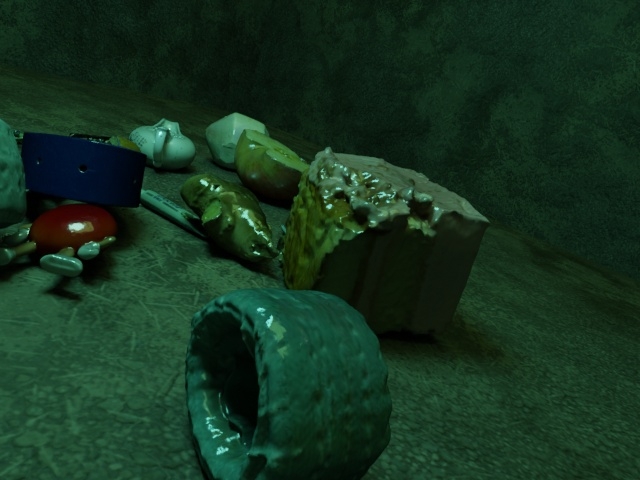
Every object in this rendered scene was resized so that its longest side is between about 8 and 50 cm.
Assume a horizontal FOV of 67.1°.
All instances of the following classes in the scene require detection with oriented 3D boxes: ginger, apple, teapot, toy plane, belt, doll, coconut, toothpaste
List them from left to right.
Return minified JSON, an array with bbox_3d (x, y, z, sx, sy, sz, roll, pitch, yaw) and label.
[{"bbox_3d":[-0.834,-0.277,1.290,0.102,0.041,0.111,3,10,20],"label":"toy plane"},{"bbox_3d":[-0.418,-0.004,0.780,0.182,0.085,0.217,6,24,-1],"label":"doll"},{"bbox_3d":[-0.471,-0.141,0.957,0.212,0.118,0.346,6,5,-41],"label":"belt"},{"bbox_3d":[-0.498,-0.307,1.534,0.208,0.166,0.299,24,4,-20],"label":"teapot"},{"bbox_3d":[-0.344,-0.066,1.129,0.255,0.037,0.067,29,15,21],"label":"toothpaste"},{"bbox_3d":[-0.316,-0.363,1.799,0.233,0.225,0.224,8,19,-33],"label":"coconut"},{"bbox_3d":[-0.176,-0.030,1.050,0.270,0.123,0.218,52,17,30],"label":"ginger"},{"bbox_3d":[-0.158,-0.219,1.568,0.251,0.163,0.293,12,28,-51],"label":"apple"}]

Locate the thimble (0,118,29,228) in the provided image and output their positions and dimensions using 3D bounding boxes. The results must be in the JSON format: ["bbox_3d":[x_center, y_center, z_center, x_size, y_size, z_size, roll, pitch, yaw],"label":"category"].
[{"bbox_3d":[-0.528,-0.082,0.663,0.204,0.172,0.250,-7,-1,5],"label":"thimble"}]

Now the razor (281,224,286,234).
[{"bbox_3d":[0.003,-0.007,1.279,0.211,0.036,0.084,8,21,-26],"label":"razor"}]

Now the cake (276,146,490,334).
[{"bbox_3d":[0.104,0.001,0.935,0.306,0.294,0.314,9,25,-18],"label":"cake"}]

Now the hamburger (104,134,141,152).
[{"bbox_3d":[-0.561,-0.253,1.403,0.102,0.087,0.176,2,20,-37],"label":"hamburger"}]

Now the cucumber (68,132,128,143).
[{"bbox_3d":[-0.698,-0.310,1.527,0.219,0.046,0.070,-2,17,-46],"label":"cucumber"}]

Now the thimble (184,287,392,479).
[{"bbox_3d":[-0.043,0.142,0.494,0.143,0.199,0.235,6,26,-37],"label":"thimble"}]
